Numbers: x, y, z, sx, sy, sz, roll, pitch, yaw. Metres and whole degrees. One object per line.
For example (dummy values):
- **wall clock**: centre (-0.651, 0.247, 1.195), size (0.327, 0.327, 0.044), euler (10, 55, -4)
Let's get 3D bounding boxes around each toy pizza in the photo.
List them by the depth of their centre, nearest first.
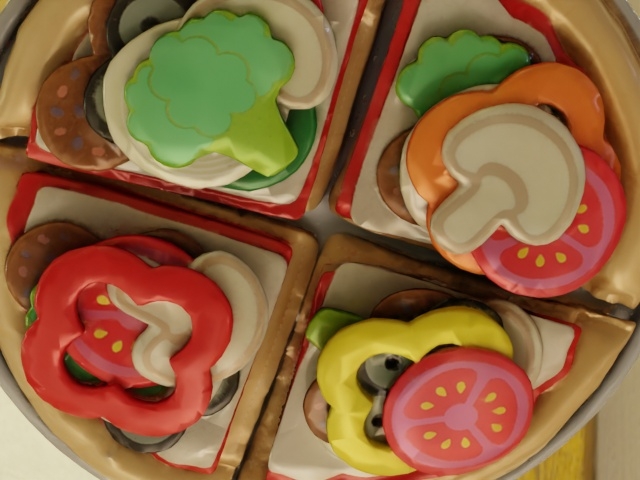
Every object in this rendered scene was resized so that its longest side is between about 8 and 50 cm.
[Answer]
- **toy pizza**: centre (0.000, 0.000, 0.383), size (0.201, 0.201, 0.032), euler (-10, -156, 2)
